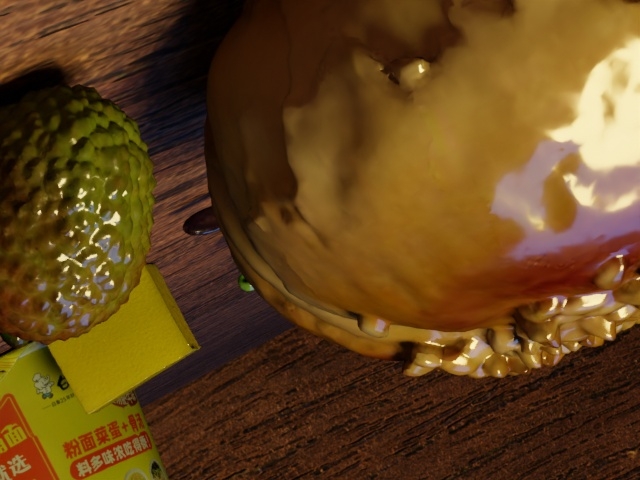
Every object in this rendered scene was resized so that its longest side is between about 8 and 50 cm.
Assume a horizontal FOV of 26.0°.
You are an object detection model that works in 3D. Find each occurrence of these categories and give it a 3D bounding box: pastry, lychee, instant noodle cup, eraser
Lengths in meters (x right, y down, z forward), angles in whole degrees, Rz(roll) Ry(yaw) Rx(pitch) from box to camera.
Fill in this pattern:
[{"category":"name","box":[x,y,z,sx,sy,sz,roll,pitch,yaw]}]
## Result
[{"category":"pastry","box":[0.129,-0.070,0.749,0.409,0.245,0.409,-31,173,-4]},{"category":"lychee","box":[-0.133,-0.008,0.656,0.114,0.114,0.146,-23,152,-47]},{"category":"instant noodle cup","box":[-0.299,0.245,1.453,0.311,0.222,0.311,-30,174,-4]},{"category":"eraser","box":[-0.188,0.092,1.303,0.122,0.097,0.045,-32,173,6]}]

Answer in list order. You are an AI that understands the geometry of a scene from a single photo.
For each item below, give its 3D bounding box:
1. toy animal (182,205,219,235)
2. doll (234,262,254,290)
[{"category":"toy animal","box":[0.039,-0.051,1.222,0.195,0.090,0.324,-26,177,24]},{"category":"doll","box":[0.000,0.000,1.380,0.190,0.115,0.050,-27,140,-16]}]
